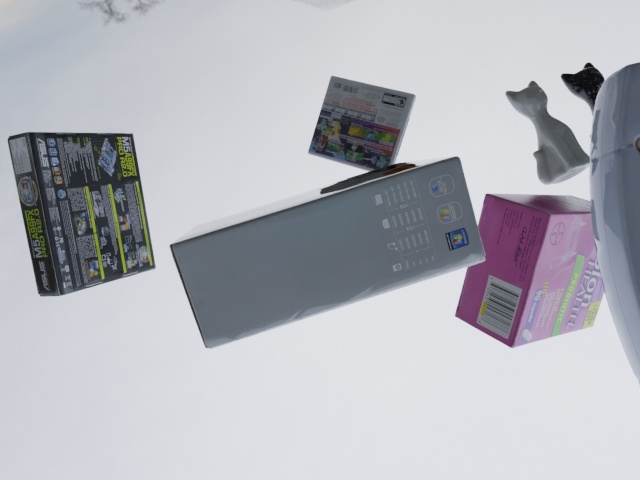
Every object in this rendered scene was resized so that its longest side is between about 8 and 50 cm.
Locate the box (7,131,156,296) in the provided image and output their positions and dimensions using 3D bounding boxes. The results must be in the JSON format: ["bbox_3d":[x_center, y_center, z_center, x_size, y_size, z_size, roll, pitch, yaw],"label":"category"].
[{"bbox_3d":[-0.413,-0.055,0.939,0.060,0.269,0.216,-4,-172,28],"label":"box"}]

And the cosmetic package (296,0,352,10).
[{"bbox_3d":[0.001,-0.405,0.713,0.160,0.113,0.309,9,-166,-21],"label":"cosmetic package"}]

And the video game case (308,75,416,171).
[{"bbox_3d":[0.088,-0.253,1.161,0.201,0.023,0.183,19,-84,20],"label":"video game case"}]

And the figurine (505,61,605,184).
[{"bbox_3d":[0.482,-0.233,1.012,0.215,0.092,0.209,-18,-105,-11],"label":"figurine"}]

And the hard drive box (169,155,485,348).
[{"bbox_3d":[0.000,0.000,0.485,0.232,0.089,0.181,-18,-172,-5],"label":"hard drive box"}]

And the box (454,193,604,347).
[{"bbox_3d":[0.365,0.040,0.864,0.243,0.213,0.117,-3,-160,-37],"label":"box"}]

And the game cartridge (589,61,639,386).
[{"bbox_3d":[0.310,0.006,0.383,0.196,0.294,0.060,-10,176,-2],"label":"game cartridge"}]
